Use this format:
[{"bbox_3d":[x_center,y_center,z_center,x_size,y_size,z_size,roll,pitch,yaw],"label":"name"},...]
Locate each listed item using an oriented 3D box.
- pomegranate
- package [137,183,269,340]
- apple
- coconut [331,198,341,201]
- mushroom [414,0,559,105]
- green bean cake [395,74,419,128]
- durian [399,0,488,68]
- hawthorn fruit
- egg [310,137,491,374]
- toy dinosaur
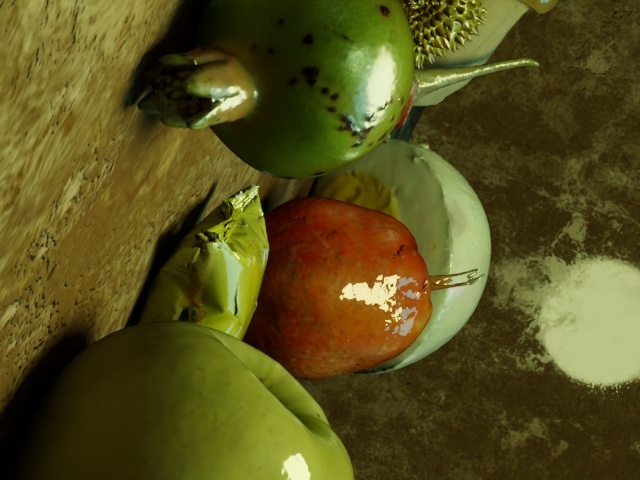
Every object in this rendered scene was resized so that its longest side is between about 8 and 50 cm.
[{"bbox_3d":[-0.029,-0.113,1.010,0.205,0.159,0.159,-19,143,-44],"label":"pomegranate"},{"bbox_3d":[-0.108,0.068,1.344,0.168,0.090,0.226,-55,169,-71],"label":"package"},{"bbox_3d":[-0.103,0.186,1.120,0.262,0.262,0.262,-63,175,-9],"label":"apple"},{"bbox_3d":[0.000,0.000,2.010,0.122,0.116,0.116,-62,176,23],"label":"coconut"},{"bbox_3d":[0.159,-0.254,1.924,0.350,0.128,0.128,-35,-166,38],"label":"mushroom"},{"bbox_3d":[0.014,-0.142,1.272,0.136,0.135,0.056,-32,145,-82],"label":"green bean cake"},{"bbox_3d":[0.102,-0.241,1.613,0.208,0.146,0.102,68,36,-76],"label":"durian"},{"bbox_3d":[0.039,0.056,1.744,0.211,0.299,0.211,179,-90,-87],"label":"hawthorn fruit"},{"bbox_3d":[0.124,0.026,2.104,0.201,0.337,0.337,9,113,-42],"label":"egg"},{"bbox_3d":[0.106,-0.188,1.846,0.251,0.072,0.200,-39,149,24],"label":"toy dinosaur"}]
